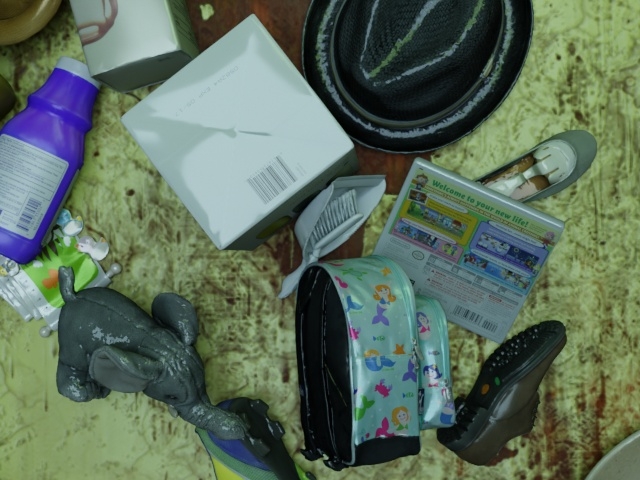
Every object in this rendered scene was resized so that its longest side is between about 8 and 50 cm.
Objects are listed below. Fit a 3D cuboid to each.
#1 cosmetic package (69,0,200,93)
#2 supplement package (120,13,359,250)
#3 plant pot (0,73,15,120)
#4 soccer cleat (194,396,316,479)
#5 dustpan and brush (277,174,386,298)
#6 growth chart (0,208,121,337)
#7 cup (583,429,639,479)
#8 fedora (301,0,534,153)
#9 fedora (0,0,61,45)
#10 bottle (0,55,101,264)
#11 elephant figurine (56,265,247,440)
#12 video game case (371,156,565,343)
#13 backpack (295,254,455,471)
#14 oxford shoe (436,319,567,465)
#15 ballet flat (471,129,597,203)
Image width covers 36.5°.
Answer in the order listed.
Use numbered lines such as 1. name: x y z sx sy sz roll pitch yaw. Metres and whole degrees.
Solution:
1. cosmetic package: -0.268 -0.363 1.302 0.129 0.153 0.296 -16 87 4
2. supplement package: -0.087 -0.121 1.229 0.199 0.263 0.198 -38 87 2
3. plant pot: -0.533 -0.197 1.296 0.212 0.187 0.212 -45 86 2
4. soccer cleat: -0.070 0.347 1.325 0.121 0.093 0.289 -28 92 33
5. dustpan and brush: 0.000 0.000 1.309 0.211 0.147 0.060 -41 74 28
6. growth chart: -0.412 0.017 1.370 0.237 0.021 0.172 40 91 3
7. cup: 0.502 0.405 1.186 0.331 0.331 0.237 -34 112 2
8. fedora: 0.127 -0.282 1.274 0.334 0.152 0.334 0 89 4
9. fedora: -0.423 -0.352 1.341 0.194 0.079 0.194 0 88 17
10. bottle: -0.386 -0.112 1.322 0.118 0.092 0.282 24 81 -5
11. elephant figurine: -0.217 0.147 1.253 0.239 0.186 0.169 7 79 35
12. video game case: 0.186 0.016 1.295 0.212 0.023 0.193 25 115 4
13. backpack: 0.058 0.143 1.240 0.191 0.225 0.253 -11 89 -17
14. oxford shoe: 0.260 0.205 1.307 0.096 0.083 0.227 41 90 -19
15. ballet flat: 0.281 -0.084 1.304 0.213 0.068 0.072 -28 87 2
